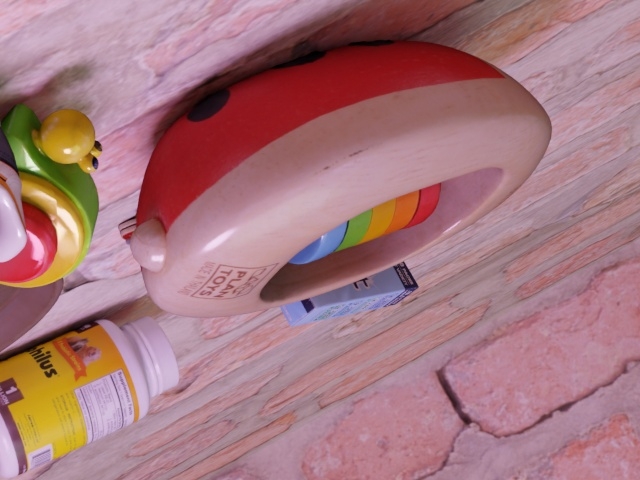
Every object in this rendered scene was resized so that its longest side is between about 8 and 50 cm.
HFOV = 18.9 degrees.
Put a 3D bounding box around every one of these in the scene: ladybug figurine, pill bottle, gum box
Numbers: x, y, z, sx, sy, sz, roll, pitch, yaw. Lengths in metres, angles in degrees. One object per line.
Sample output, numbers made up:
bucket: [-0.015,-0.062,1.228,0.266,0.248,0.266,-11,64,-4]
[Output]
ladybug figurine: [0.009,-0.065,1.701,0.449,0.162,0.305,-17,161,-42]
pill bottle: [-0.262,0.158,2.031,0.215,0.117,0.117,-24,164,-22]
gum box: [0.000,0.000,1.919,0.041,0.157,0.184,-38,164,33]

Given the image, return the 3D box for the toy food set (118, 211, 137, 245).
toy food set: [-0.144,-0.031,1.821,0.122,0.019,0.078,-25,167,15]

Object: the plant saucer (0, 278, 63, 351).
plant saucer: [-0.364,0.082,1.733,0.278,0.041,0.278,-28,165,-8]

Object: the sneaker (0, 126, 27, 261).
sneaker: [-0.326,-0.025,1.279,0.321,0.127,0.126,-12,159,-46]

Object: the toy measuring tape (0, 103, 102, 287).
toy measuring tape: [-0.267,0.015,1.510,0.330,0.121,0.121,-44,160,31]
